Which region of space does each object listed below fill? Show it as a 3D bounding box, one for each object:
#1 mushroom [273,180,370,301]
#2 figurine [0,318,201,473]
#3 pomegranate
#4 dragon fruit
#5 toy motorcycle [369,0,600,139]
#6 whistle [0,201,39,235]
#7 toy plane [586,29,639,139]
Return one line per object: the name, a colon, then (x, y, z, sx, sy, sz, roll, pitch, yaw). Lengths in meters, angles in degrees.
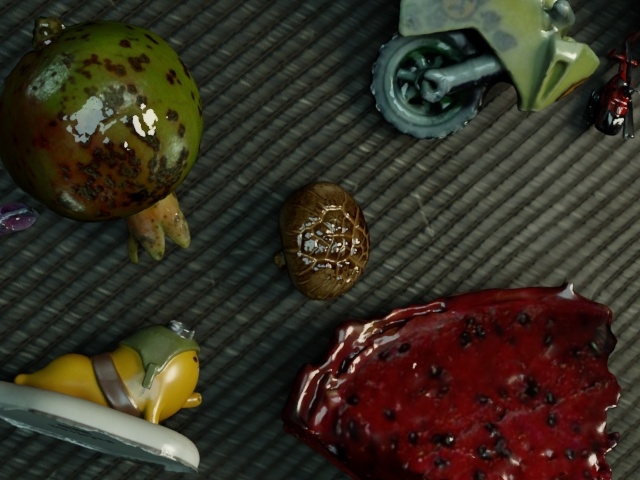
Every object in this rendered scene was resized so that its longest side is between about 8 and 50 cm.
mushroom: (0.003, 0.001, 0.825, 0.109, 0.085, 0.126, -21, 103, -8)
figurine: (-0.221, 0.135, 0.786, 0.249, 0.167, 0.141, 15, 67, 4)
pomegranate: (-0.213, -0.090, 0.755, 0.198, 0.198, 0.246, 2, 132, -9)
dragon fruit: (0.137, 0.192, 0.857, 0.329, 0.228, 0.286, 12, 58, 10)
toy motorcycle: (0.181, -0.300, 0.779, 0.236, 0.169, 0.410, 6, 110, 5)
whistle: (-0.381, -0.006, 0.794, 0.176, 0.033, 0.033, -16, 95, -7)
toy plane: (0.342, -0.174, 0.883, 0.037, 0.060, 0.145, 19, 74, -9)
